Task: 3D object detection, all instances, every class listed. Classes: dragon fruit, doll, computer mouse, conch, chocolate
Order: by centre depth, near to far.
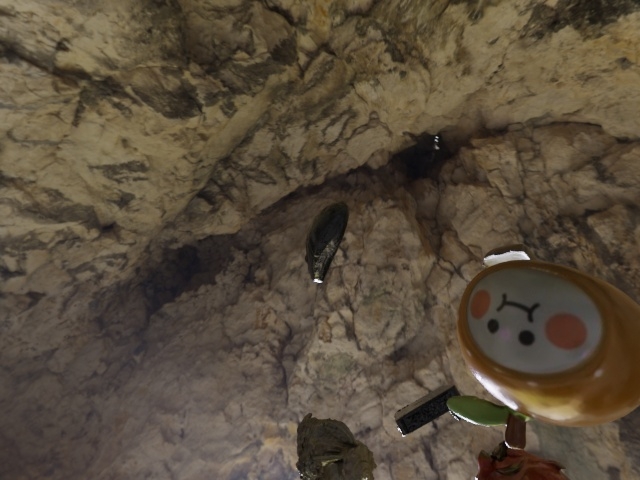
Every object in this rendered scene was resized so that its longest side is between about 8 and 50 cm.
[{"bbox_3d":[0.265,0.148,0.488,0.213,0.213,0.236,21,-90,3],"label":"doll"},{"bbox_3d":[0.014,0.486,0.921,0.245,0.163,0.178,-14,-103,54],"label":"conch"},{"bbox_3d":[0.559,0.717,1.134,0.306,0.226,0.305,-6,-72,-17],"label":"dragon fruit"},{"bbox_3d":[0.000,0.000,1.193,0.086,0.137,0.269,13,-59,-14],"label":"computer mouse"},{"bbox_3d":[0.632,0.095,1.263,0.261,0.083,0.161,44,-33,-20],"label":"chocolate"}]

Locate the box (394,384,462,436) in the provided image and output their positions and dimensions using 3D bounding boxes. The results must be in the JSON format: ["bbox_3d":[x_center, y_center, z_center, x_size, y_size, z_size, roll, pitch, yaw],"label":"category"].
[{"bbox_3d":[0.340,0.543,1.309,0.211,0.350,0.058,-31,-111,-1],"label":"box"}]
